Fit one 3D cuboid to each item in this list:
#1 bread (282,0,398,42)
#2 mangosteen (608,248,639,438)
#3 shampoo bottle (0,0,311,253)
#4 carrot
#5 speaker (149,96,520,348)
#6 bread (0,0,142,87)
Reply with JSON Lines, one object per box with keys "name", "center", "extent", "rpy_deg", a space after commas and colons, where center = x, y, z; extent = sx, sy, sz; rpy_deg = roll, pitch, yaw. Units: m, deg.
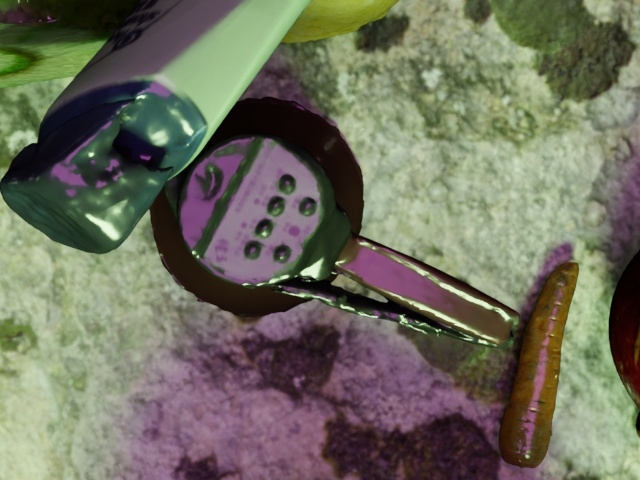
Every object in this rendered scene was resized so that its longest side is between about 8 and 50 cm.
{"name": "bread", "center": [0.000, -0.262, 0.839], "extent": [0.197, 0.170, 0.197], "rpy_deg": [2, 83, -17]}
{"name": "mangosteen", "center": [0.347, 0.102, 0.873], "extent": [0.215, 0.215, 0.257], "rpy_deg": [-4, 128, -3]}
{"name": "shampoo bottle", "center": [-0.050, -0.150, 0.631], "extent": [0.078, 0.134, 0.359], "rpy_deg": [45, 66, -25]}
{"name": "carrot", "center": [0.198, 0.110, 0.932], "extent": [0.047, 0.047, 0.191], "rpy_deg": [12, 87, -4]}
{"name": "speaker", "center": [-0.018, 0.013, 0.784], "extent": [0.198, 0.329, 0.259], "rpy_deg": [-38, 101, -1]}
{"name": "bread", "center": [-0.289, -0.181, 0.725], "extent": [0.382, 0.366, 0.129], "rpy_deg": [-6, 93, -13]}
